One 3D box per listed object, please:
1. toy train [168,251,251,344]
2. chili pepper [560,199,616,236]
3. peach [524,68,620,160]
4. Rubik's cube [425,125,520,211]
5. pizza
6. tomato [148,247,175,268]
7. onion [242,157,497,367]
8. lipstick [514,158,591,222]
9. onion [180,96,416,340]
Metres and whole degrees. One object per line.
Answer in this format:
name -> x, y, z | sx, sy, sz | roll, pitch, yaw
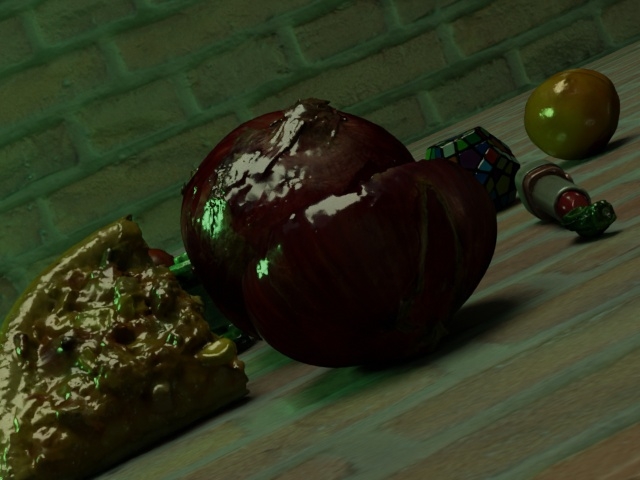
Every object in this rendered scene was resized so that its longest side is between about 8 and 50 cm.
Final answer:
toy train -> -0.193, 0.100, 1.843 | 0.243, 0.132, 0.188 | -23, 0, -25
chili pepper -> 0.269, -0.020, 1.571 | 0.056, 0.035, 0.118 | -10, -2, 10
peach -> 0.352, -0.176, 2.207 | 0.138, 0.138, 0.138 | -23, 6, 2
Rubik's cube -> 0.198, -0.087, 2.068 | 0.133, 0.111, 0.133 | -24, 4, 2
pizza -> -0.238, 0.107, 1.516 | 0.268, 0.087, 0.258 | -28, 46, -20
tomato -> -0.243, 0.107, 2.176 | 0.173, 0.099, 0.189 | -42, -27, -24
onion -> 0.049, 0.026, 1.385 | 0.248, 0.161, 0.248 | -15, -1, 0
lipstick -> 0.265, -0.046, 1.717 | 0.057, 0.063, 0.186 | -25, 12, -2
onion -> -0.015, -0.024, 1.663 | 0.276, 0.276, 0.276 | -23, 6, 2
